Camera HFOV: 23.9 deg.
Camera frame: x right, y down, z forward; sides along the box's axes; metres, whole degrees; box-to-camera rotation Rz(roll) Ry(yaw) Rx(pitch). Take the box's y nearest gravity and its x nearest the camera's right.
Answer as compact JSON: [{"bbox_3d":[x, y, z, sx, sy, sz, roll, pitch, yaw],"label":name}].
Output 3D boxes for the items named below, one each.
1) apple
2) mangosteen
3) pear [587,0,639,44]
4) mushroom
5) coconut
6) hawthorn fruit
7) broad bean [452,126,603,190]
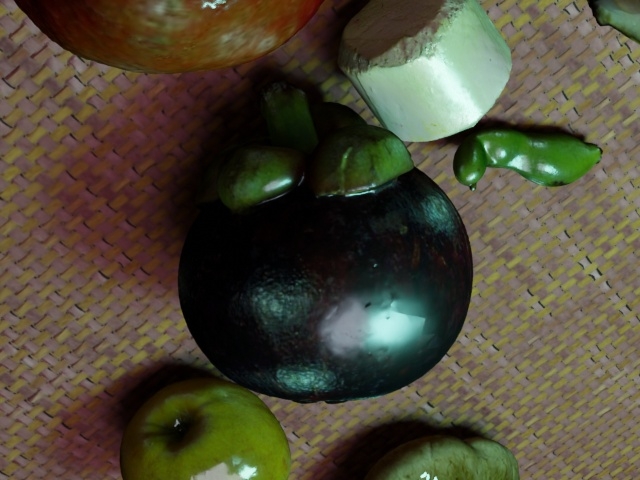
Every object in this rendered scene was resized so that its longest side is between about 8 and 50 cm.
[{"bbox_3d":[-0.131,0.235,1.662,0.182,0.182,0.155,-29,134,2],"label":"apple"},{"bbox_3d":[0.005,0.014,1.468,0.300,0.300,0.300,-13,134,-14],"label":"mangosteen"},{"bbox_3d":[0.388,-0.269,1.455,0.267,0.267,0.178,-37,162,10],"label":"pear"},{"bbox_3d":[0.141,0.347,1.911,0.278,0.146,0.278,-19,136,-19],"label":"mushroom"},{"bbox_3d":[0.104,-0.165,1.429,0.147,0.147,0.153,-35,128,8],"label":"coconut"},{"bbox_3d":[-0.104,-0.271,1.152,0.311,0.295,0.295,-15,134,-13],"label":"hawthorn fruit"},{"bbox_3d":[0.227,-0.089,1.615,0.213,0.070,0.048,-7,159,-31],"label":"broad bean"}]
